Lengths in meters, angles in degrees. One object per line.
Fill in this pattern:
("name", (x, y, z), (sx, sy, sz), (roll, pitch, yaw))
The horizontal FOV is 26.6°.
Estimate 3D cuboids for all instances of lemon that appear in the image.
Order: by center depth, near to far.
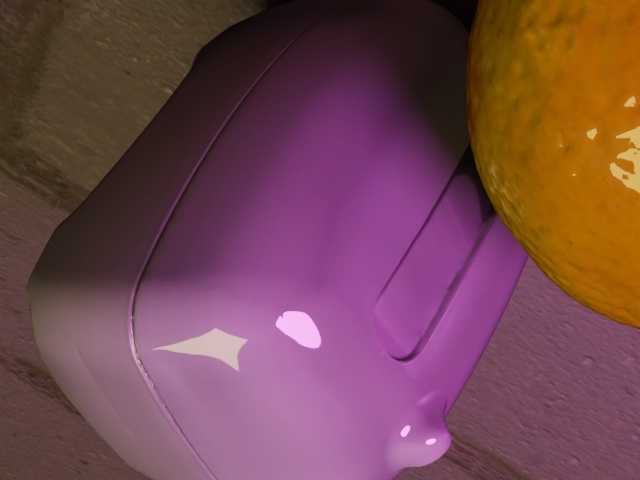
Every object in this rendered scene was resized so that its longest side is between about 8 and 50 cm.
("lemon", (0.196, -0.075, 0.697), (0.267, 0.267, 0.267), (20, 144, 15))

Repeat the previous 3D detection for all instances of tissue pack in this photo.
("tissue pack", (0.000, 0.000, 0.857), (0.236, 0.333, 0.229), (1, 135, 37))
